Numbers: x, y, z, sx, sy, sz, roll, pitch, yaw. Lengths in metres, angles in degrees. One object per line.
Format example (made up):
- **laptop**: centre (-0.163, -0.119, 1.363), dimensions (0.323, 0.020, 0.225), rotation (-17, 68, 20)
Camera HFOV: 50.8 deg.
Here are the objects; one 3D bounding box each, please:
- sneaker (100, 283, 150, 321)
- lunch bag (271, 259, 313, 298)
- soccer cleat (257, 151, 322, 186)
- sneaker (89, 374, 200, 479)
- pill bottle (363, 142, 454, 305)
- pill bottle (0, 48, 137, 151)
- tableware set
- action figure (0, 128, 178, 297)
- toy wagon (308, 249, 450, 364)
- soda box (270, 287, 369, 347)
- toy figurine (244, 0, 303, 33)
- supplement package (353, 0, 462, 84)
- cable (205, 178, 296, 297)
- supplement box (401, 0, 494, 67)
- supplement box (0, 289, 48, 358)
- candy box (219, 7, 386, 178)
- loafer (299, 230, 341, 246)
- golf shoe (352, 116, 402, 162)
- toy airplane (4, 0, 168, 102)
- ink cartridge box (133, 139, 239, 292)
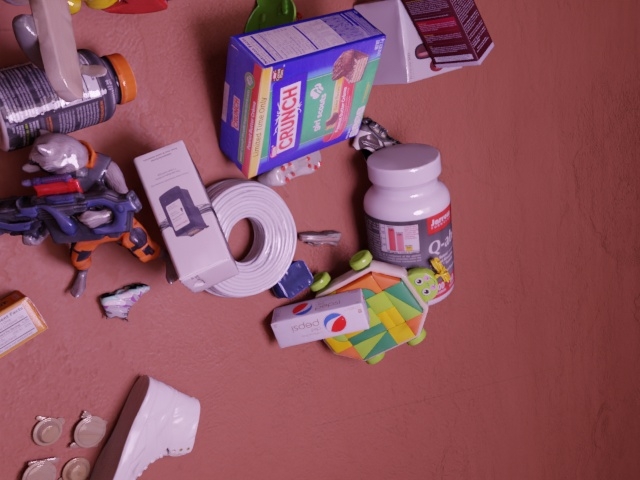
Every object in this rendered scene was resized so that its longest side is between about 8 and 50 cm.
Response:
- **sneaker**: centre (-0.380, 0.127, 1.328), dimensions (0.098, 0.038, 0.069), rotation (-17, 111, -26)
- **lunch bag**: centre (-0.070, 0.088, 1.555), dimensions (0.098, 0.065, 0.067), rotation (-33, 103, -29)
- **soccer cleat**: centre (-0.066, -0.169, 1.512), dimensions (0.196, 0.076, 0.068), rotation (-35, 114, -52)
- **sneaker**: centre (-0.348, 0.439, 1.368), dimensions (0.169, 0.108, 0.293), rotation (33, 76, -35)
- **pill bottle**: centre (0.215, -0.036, 1.642), dimensions (0.210, 0.210, 0.363), rotation (-28, 123, -32)
- **pill bottle**: centre (-0.439, -0.247, 1.142), dimensions (0.245, 0.130, 0.131), rotation (-27, 115, -33)
- **tableware set**: centre (-0.494, 0.409, 1.298), dimensions (0.141, 0.020, 0.169), rotation (19, 86, -42)
- **action figure**: centre (-0.428, -0.047, 1.160), dimensions (0.330, 0.341, 0.179), rotation (81, 14, -44)
- **toy wagon**: centre (0.144, 0.148, 1.594), dimensions (0.267, 0.344, 0.068), rotation (53, 23, -19)
- **soda box**: centre (0.001, 0.178, 1.544), dimensions (0.216, 0.069, 0.074), rotation (-14, 115, 10)
- **toy figurine**: centre (-0.064, -0.444, 1.447), dimensions (0.159, 0.130, 0.173), rotation (27, 57, -53)
- **supplement package**: centre (0.214, -0.489, 1.618), dimensions (0.203, 0.149, 0.194), rotation (-24, 113, -35)
- **cable**: centre (-0.172, 0.000, 1.436), dimensions (0.257, 0.089, 0.257), rotation (-44, 123, -24)
- **supplement box**: centre (0.271, -0.498, 1.479), dimensions (0.073, 0.130, 0.239), rotation (-53, 127, -21)
- **supplement box**: centre (-0.590, 0.178, 1.137), dimensions (0.233, 0.078, 0.080), rotation (-33, 115, -31)
- **candy box**: centre (-0.041, -0.306, 1.390), dimensions (0.317, 0.122, 0.268), rotation (-25, 148, -32)
- **loafer**: centre (0.000, 0.000, 1.610), dimensions (0.125, 0.045, 0.039), rotation (-5, 108, -42)
- **golf shoe**: centre (0.152, -0.225, 1.681), dimensions (0.198, 0.077, 0.094), rotation (31, 96, -37)
- **toy airplane**: centre (-0.421, -0.441, 1.012), dimensions (0.384, 0.272, 0.386), rotation (54, 34, -31)
- **ink cartridge box**: centre (-0.242, -0.037, 1.245), dimensions (0.100, 0.172, 0.237), rotation (-22, 79, -5)
